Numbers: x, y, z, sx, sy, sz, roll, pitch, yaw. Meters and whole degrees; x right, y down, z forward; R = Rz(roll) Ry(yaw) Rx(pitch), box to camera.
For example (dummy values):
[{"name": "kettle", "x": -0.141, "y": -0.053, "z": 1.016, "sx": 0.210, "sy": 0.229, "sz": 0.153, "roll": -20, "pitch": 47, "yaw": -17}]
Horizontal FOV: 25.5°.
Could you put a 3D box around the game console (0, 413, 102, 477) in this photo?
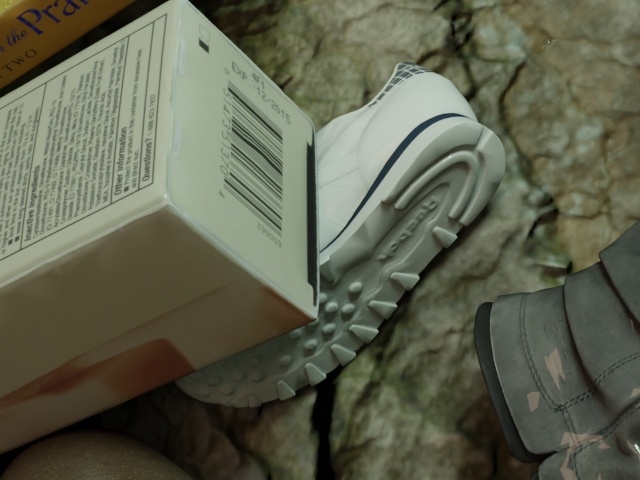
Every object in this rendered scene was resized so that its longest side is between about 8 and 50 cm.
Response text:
[{"name": "game console", "x": -0.258, "y": 0.068, "z": 0.962, "sx": 0.213, "sy": 0.044, "sz": 0.361, "roll": -24, "pitch": 65, "yaw": 20}]

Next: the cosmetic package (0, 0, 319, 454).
[{"name": "cosmetic package", "x": -0.155, "y": 0.011, "z": 0.789, "sx": 0.296, "sy": 0.129, "sz": 0.153, "roll": -23, "pitch": 47, "yaw": 27}]

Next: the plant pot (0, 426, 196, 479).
[{"name": "plant pot", "x": -0.109, "y": 0.204, "z": 0.740, "sx": 0.215, "sy": 0.215, "sz": 0.230, "roll": -49, "pitch": 28, "yaw": 8}]

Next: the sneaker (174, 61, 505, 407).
[{"name": "sneaker", "x": 0.000, "y": 0.000, "z": 0.822, "sx": 0.235, "sy": 0.090, "sz": 0.095, "roll": -43, "pitch": 47, "yaw": 7}]

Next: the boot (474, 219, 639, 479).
[{"name": "boot", "x": 0.168, "y": 0.000, "z": 0.688, "sx": 0.223, "sy": 0.118, "sz": 0.338, "roll": -25, "pitch": 60, "yaw": 27}]

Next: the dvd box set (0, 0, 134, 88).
[{"name": "dvd box set", "x": -0.278, "y": -0.221, "z": 1.022, "sx": 0.420, "sy": 0.062, "sz": 0.307, "roll": -29, "pitch": 53, "yaw": 19}]
